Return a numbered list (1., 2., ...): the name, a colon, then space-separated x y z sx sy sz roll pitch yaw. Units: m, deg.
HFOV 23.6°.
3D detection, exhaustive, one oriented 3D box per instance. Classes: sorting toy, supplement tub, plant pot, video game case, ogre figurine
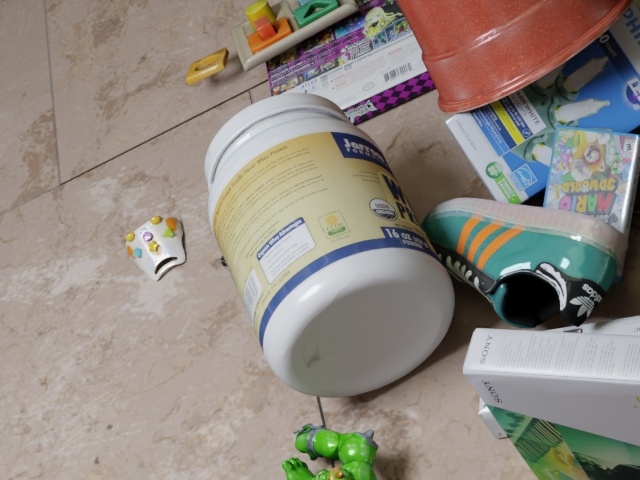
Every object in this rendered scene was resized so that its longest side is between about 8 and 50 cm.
1. sorting toy: -0.047 -0.323 2.181 0.347 0.047 0.196 -29 24 4
2. supplement tub: 0.000 0.000 1.792 0.228 0.228 0.316 -31 51 7
3. sorting toy: -0.220 0.014 2.080 0.083 0.045 0.075 -35 63 3
4. plant pot: 0.185 -0.334 1.797 0.272 0.265 0.272 -32 14 9
5. video game case: 0.303 -0.043 1.738 0.119 0.015 0.166 13 95 46
6. ogre figurine: 0.015 0.283 1.676 0.118 0.097 0.197 -28 27 35
7. video game case: 0.038 -0.245 2.118 0.232 0.042 0.210 -24 45 13

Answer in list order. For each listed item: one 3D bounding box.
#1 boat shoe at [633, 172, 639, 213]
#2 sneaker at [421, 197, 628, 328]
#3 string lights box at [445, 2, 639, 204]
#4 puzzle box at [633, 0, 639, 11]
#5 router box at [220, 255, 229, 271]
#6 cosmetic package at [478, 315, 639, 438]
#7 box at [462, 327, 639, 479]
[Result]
1. boat shoe: 0.413 -0.061 1.709 0.223 0.080 0.073 -10 45 19
2. sneaker: 0.202 0.030 1.721 0.302 0.108 0.121 4 62 54
3. string lights box: 0.291 -0.157 1.820 0.259 0.077 0.133 -34 88 5
4. puzzle box: 0.387 -0.384 2.008 0.272 0.052 0.409 22 69 41
5. router box: -0.058 0.002 1.982 0.092 0.038 0.122 22 69 42
6. cosmetic package: 0.290 0.142 1.634 0.239 0.060 0.099 -12 51 24
7. box: 0.323 0.173 1.466 0.322 0.232 0.058 2 55 34
